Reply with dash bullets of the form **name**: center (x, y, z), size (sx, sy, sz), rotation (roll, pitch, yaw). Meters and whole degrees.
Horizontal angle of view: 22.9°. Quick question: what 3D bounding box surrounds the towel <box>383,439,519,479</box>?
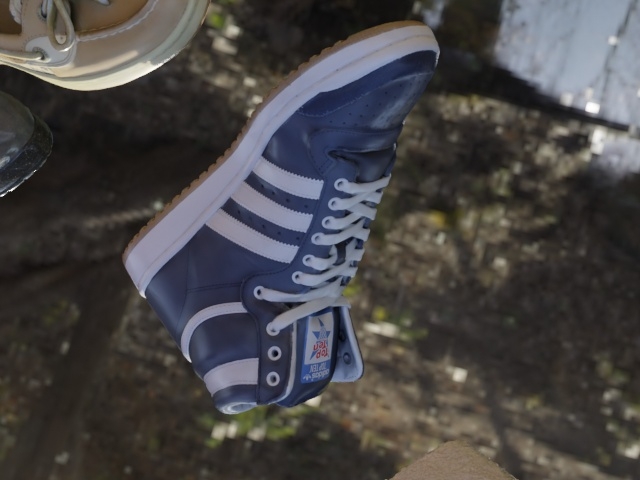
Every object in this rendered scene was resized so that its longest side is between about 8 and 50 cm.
- **towel**: center (0.052, 0.258, 1.160), size (0.187, 0.282, 0.049), rotation (32, 146, 48)

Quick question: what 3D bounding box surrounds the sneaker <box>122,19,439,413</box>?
- **sneaker**: center (0.000, 0.000, 0.969), size (0.099, 0.153, 0.282), rotation (-9, 154, -49)

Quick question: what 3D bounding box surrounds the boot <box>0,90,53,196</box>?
- **boot**: center (-0.370, -0.063, 1.408), size (0.083, 0.246, 0.161), rotation (44, 179, 38)

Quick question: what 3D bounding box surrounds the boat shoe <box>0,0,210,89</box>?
- **boat shoe**: center (-0.193, -0.158, 1.000), size (0.285, 0.105, 0.089), rotation (2, 165, 36)
